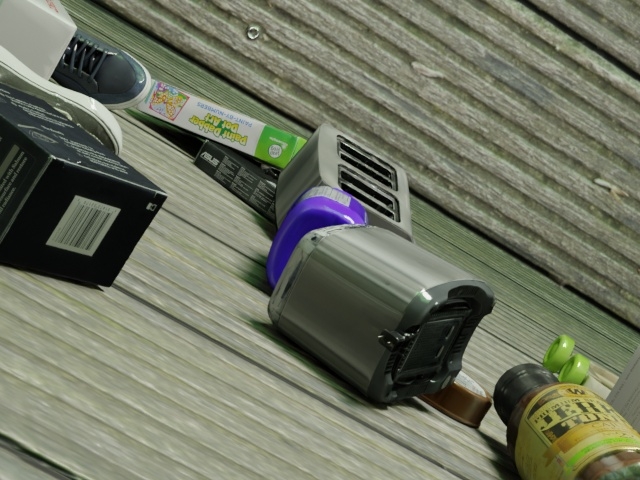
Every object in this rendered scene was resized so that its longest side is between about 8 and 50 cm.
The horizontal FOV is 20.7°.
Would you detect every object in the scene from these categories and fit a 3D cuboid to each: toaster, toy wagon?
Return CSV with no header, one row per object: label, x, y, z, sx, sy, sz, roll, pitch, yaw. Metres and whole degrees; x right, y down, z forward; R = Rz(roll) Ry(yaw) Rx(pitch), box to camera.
toaster,0.027,-0.043,2.203,0.186,0.110,0.168,30,26,-17
toaster,0.052,0.065,1.636,0.146,0.129,0.227,31,16,23
toy wagon,0.434,0.242,2.363,0.267,0.068,0.344,31,7,-6

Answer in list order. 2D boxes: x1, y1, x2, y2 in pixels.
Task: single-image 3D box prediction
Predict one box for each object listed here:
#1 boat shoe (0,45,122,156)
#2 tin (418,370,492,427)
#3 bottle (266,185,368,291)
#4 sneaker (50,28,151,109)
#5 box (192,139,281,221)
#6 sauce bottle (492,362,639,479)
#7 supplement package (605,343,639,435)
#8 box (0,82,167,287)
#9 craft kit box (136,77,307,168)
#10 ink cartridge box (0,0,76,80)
boat shoe,-0.279,-0.115,1.708,0.219,0.078,0.070,31,41,-42
tin,0.090,0.124,1.785,0.190,0.040,0.106,33,2,3
bottle,0.000,0.000,1.900,0.092,0.118,0.283,25,8,-1
sneaker,-0.333,-0.245,2.219,0.226,0.086,0.163,24,-7,17
box,-0.054,-0.058,2.392,0.191,0.045,0.184,36,6,34
sauce bottle,0.231,0.195,1.604,0.111,0.111,0.344,30,6,-16
supplement package,0.403,0.250,1.653,0.177,0.175,0.293,27,6,-38
box,-0.229,-0.051,1.330,0.158,0.093,0.156,37,8,28
craft kit box,-0.109,-0.150,2.534,0.247,0.061,0.250,20,0,18
ink cartridge box,-0.423,-0.275,1.954,0.278,0.117,0.201,30,7,-20
